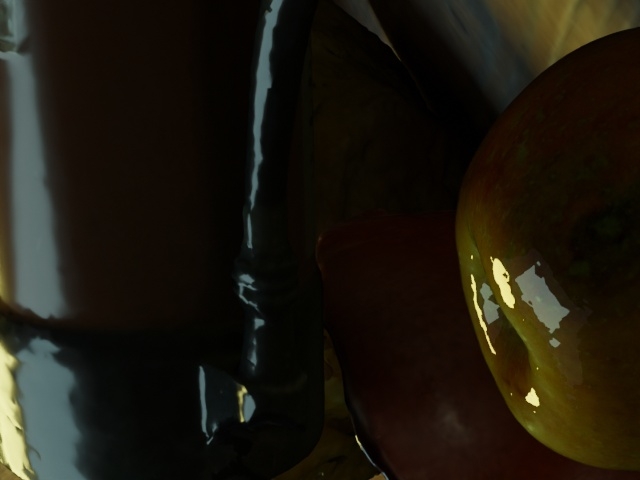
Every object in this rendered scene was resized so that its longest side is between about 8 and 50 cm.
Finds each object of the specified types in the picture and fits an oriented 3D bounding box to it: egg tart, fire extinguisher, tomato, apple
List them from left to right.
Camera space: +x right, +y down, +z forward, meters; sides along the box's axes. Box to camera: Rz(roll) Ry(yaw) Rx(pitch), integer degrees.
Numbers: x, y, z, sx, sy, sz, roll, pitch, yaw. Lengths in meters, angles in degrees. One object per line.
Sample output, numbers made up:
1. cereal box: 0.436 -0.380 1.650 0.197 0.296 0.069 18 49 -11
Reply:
1. fire extinguisher: -0.035 -0.108 0.550 0.200 0.113 0.376 9 111 34
2. egg tart: 0.000 0.000 0.823 0.106 0.241 0.241 -2 130 42
3. tomato: 0.099 0.068 0.700 0.228 0.112 0.199 53 -165 -18
4. apple: 0.085 0.004 0.478 0.099 0.102 0.114 54 174 29
